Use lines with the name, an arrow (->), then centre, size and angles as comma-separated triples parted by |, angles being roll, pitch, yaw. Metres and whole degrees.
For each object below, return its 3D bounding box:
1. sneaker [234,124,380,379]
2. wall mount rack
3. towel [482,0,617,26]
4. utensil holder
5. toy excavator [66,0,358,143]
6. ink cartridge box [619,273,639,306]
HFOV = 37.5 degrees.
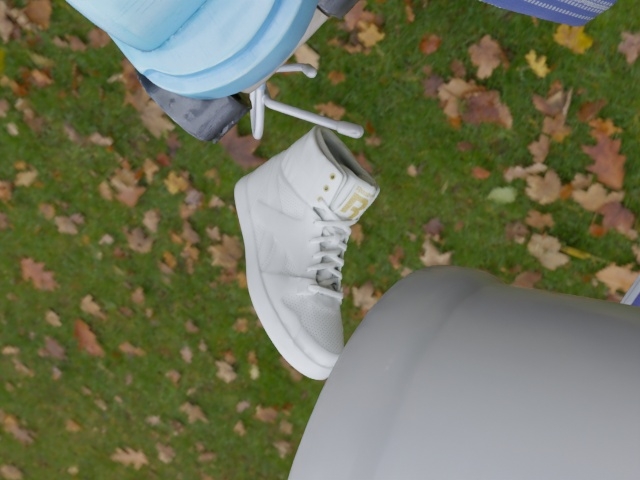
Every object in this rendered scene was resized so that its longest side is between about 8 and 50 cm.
sneaker -> 0.000, 0.000, 1.100 | 0.169, 0.292, 0.108 | -37, 147, 30
wall mount rack -> -0.029, -0.291, 1.290 | 0.131, 0.304, 0.350 | -4, 117, -10
towel -> 0.279, -0.307, 0.761 | 0.336, 0.243, 0.040 | -41, 65, 35
utensil holder -> 0.215, 0.198, 0.481 | 0.386, 0.327, 0.327 | 8, 131, 28
toy excavator -> -0.199, -0.315, 0.742 | 0.222, 0.445, 0.433 | -42, 78, 12
ink cartridge box -> 0.434, -0.024, 0.887 | 0.071, 0.330, 0.324 | 42, 116, 34
